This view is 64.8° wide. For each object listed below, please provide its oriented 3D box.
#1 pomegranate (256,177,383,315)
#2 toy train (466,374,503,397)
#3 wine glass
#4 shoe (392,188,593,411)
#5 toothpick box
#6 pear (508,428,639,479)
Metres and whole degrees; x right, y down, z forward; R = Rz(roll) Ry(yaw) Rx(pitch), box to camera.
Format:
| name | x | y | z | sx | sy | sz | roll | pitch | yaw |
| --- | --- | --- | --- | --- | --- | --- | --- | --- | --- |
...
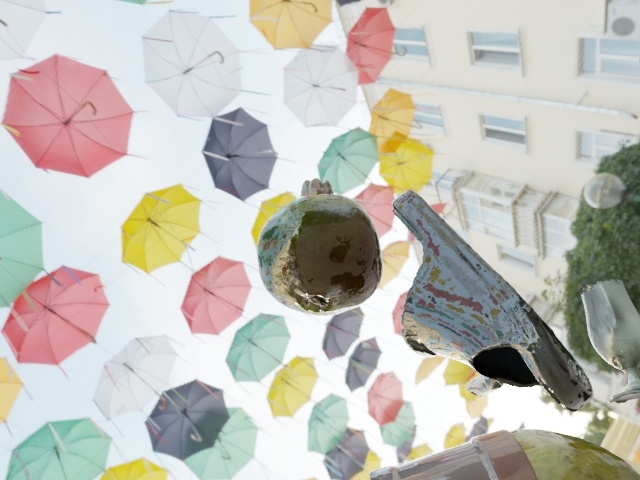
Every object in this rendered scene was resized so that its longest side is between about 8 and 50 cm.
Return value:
| name | x | y | z | sx | sy | sz | roll | pitch | yaw |
| --- | --- | --- | --- | --- | --- | --- | --- | --- | --- |
| pomegranate | 0.000 | 0.000 | 0.709 | 0.180 | 0.180 | 0.209 | 52 | -154 | -46 |
| toy train | 0.428 | 0.370 | 1.303 | 0.047 | 0.043 | 0.207 | -54 | -14 | -19 |
| wine glass | 0.573 | 0.191 | 0.969 | 0.103 | 0.103 | 0.222 | 33 | -135 | -49 |
| shoe | 0.110 | 0.055 | 0.416 | 0.093 | 0.241 | 0.108 | -42 | -51 | 11 |
| toothpick box | 0.133 | 0.258 | 0.503 | 0.149 | 0.098 | 0.098 | -17 | -53 | -1 |
| pear | 0.280 | 0.398 | 0.648 | 0.304 | 0.304 | 0.303 | -23 | -56 | -39 |
